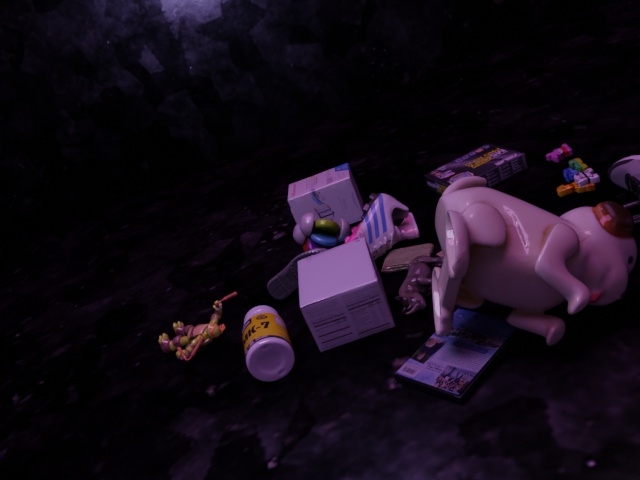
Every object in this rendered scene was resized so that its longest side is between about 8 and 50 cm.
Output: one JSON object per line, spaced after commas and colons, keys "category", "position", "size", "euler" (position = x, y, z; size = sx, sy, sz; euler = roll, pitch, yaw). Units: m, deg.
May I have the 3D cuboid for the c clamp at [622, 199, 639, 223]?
{"category": "c clamp", "position": [0.820, -0.088, 1.620], "size": [0.161, 0.022, 0.137], "euler": [-21, 29, 1]}

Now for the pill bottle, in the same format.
{"category": "pill bottle", "position": [-0.139, 0.255, 1.624], "size": [0.119, 0.119, 0.208], "euler": [-24, 23, -2]}

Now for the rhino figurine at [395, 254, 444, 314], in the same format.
{"category": "rhino figurine", "position": [0.255, 0.116, 1.625], "size": [0.106, 0.073, 0.243], "euler": [-4, 31, 29]}

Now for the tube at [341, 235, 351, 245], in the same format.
{"category": "tube", "position": [0.094, 0.021, 2.007], "size": [0.080, 0.052, 0.207], "euler": [-5, 23, 28]}

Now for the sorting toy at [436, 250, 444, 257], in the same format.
{"category": "sorting toy", "position": [0.373, 0.030, 1.775], "size": [0.083, 0.012, 0.062], "euler": [-29, 27, -15]}

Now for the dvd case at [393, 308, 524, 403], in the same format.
{"category": "dvd case", "position": [0.302, 0.242, 1.378], "size": [0.253, 0.022, 0.180], "euler": [-38, 28, -31]}

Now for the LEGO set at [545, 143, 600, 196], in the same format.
{"category": "LEGO set", "position": [0.716, -0.183, 1.837], "size": [0.093, 0.087, 0.227], "euler": [-23, 30, 8]}

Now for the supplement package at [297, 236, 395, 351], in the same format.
{"category": "supplement package", "position": [0.060, 0.134, 1.670], "size": [0.204, 0.145, 0.262], "euler": [-20, 23, 6]}

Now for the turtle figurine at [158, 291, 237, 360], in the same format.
{"category": "turtle figurine", "position": [-0.350, 0.262, 1.839], "size": [0.217, 0.087, 0.269], "euler": [-14, 33, 38]}

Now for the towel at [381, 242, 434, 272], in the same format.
{"category": "towel", "position": [0.249, 0.051, 1.822], "size": [0.148, 0.027, 0.110], "euler": [-13, 24, 24]}

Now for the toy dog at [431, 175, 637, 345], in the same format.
{"category": "toy dog", "position": [0.453, 0.035, 1.354], "size": [0.408, 0.284, 0.395], "euler": [4, 39, 2]}

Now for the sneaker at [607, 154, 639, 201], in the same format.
{"category": "sneaker", "position": [0.819, -0.136, 1.581], "size": [0.108, 0.100, 0.271], "euler": [-33, 30, -10]}

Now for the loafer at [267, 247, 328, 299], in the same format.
{"category": "loafer", "position": [-0.054, 0.086, 1.885], "size": [0.251, 0.094, 0.087], "euler": [-31, 6, 32]}

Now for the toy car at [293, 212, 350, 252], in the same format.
{"category": "toy car", "position": [0.000, 0.000, 2.015], "size": [0.182, 0.159, 0.136], "euler": [130, 148, -63]}

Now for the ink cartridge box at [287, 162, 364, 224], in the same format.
{"category": "ink cartridge box", "position": [0.020, -0.139, 2.252], "size": [0.233, 0.168, 0.171], "euler": [-19, 23, 9]}

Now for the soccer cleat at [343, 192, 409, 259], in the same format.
{"category": "soccer cleat", "position": [0.154, 0.003, 1.873], "size": [0.143, 0.116, 0.331], "euler": [25, 67, 11]}

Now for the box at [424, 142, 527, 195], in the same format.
{"category": "box", "position": [0.517, -0.231, 2.139], "size": [0.270, 0.060, 0.216], "euler": [-27, 23, -9]}

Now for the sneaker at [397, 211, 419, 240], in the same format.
{"category": "sneaker", "position": [0.262, -0.043, 1.979], "size": [0.070, 0.051, 0.134], "euler": [-15, 28, 6]}
